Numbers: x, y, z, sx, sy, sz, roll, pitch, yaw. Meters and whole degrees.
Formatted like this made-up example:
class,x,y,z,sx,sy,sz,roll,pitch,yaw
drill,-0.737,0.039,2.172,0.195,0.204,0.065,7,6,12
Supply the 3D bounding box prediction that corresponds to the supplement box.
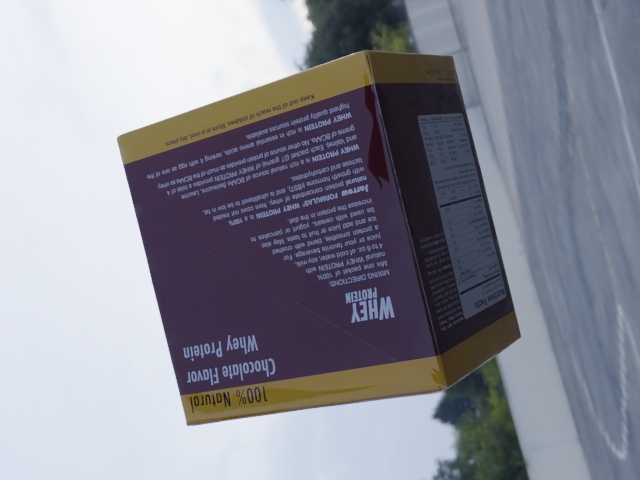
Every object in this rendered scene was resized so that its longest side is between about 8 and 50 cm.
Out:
class,x,y,z,sx,sy,sz,roll,pitch,yaw
supplement box,0.000,0.000,0.635,0.129,0.191,0.194,-15,-89,-59
